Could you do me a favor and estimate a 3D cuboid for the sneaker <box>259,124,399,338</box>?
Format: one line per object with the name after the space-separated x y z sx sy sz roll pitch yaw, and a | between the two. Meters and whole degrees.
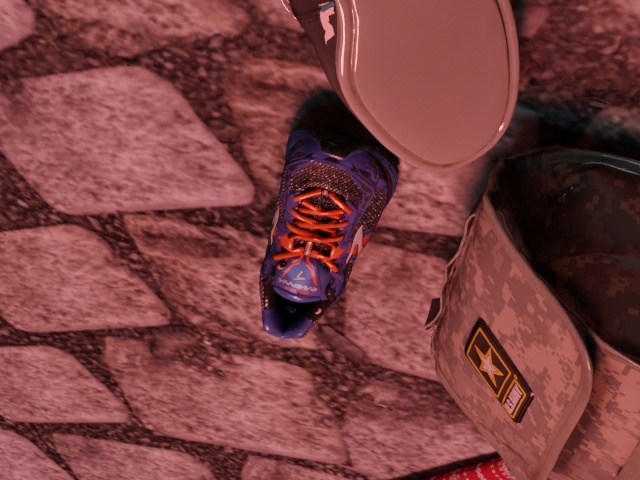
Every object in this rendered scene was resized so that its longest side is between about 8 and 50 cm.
0.000 0.000 1.134 0.083 0.087 0.221 16 148 4 | sneaker

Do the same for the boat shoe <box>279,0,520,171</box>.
0.017 -0.170 0.887 0.112 0.095 0.335 -31 136 7 | boat shoe

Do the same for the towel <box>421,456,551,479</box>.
0.161 0.274 1.519 0.199 0.031 0.275 38 142 -24 | towel

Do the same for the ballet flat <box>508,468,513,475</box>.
0.159 0.120 1.270 0.070 0.070 0.188 4 147 23 | ballet flat

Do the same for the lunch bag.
0.209 0.076 1.072 0.287 0.169 0.235 23 151 8 | lunch bag
